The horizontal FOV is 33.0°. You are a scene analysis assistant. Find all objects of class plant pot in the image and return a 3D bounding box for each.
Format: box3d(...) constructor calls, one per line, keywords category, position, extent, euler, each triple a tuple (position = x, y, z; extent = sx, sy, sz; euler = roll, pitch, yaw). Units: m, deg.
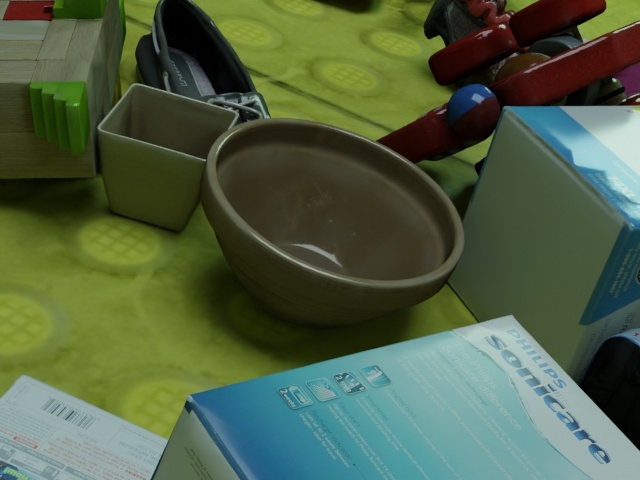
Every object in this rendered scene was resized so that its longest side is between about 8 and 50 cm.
box3d(category="plant pot", position=(-0.149, -0.074, 1.035), extent=(0.109, 0.096, 0.109), euler=(15, 33, 2))
box3d(category="plant pot", position=(0.000, 0.000, 0.964), extent=(0.237, 0.110, 0.237), euler=(14, 35, -10))

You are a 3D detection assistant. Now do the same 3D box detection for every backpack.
box3d(category="backpack", position=(0.265, 0.129, 0.882), extent=(0.084, 0.114, 0.105), euler=(-10, 40, -34))

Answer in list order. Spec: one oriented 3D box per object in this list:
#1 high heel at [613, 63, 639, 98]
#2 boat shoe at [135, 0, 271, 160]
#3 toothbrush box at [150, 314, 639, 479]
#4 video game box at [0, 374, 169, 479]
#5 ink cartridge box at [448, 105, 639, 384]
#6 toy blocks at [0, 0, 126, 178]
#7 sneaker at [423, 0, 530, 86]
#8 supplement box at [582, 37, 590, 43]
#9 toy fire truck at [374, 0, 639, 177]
box3d(category="high heel", position=(0.386, -0.142, 1.382), extent=(0.377, 0.127, 0.181), euler=(-38, 14, -33))
box3d(category="boat shoe", position=(-0.126, -0.162, 1.179), extent=(0.112, 0.095, 0.335), euler=(-4, 37, -28))
box3d(category="toothbrush box", position=(0.070, 0.181, 0.666), extent=(0.295, 0.126, 0.216), euler=(-10, 48, -42))
box3d(category="video game box", position=(-0.154, 0.189, 0.683), extent=(0.205, 0.048, 0.187), euler=(22, 31, 10))
box3d(category="ink cartridge box", position=(0.299, 0.004, 1.008), extent=(0.270, 0.198, 0.197), euler=(-4, 38, -27))
box3d(category="toy blocks", position=(-0.341, -0.172, 1.065), extent=(0.260, 0.191, 0.381), euler=(-1, 34, -4))
box3d(category="sneaker", position=(0.247, -0.236, 1.448), extent=(0.276, 0.135, 0.097), euler=(46, 25, 4))
box3d(category="supplement box", position=(0.384, -0.265, 1.599), extent=(0.098, 0.036, 0.062), euler=(-20, 46, -42))
box3d(category="toy fire truck", position=(0.182, -0.135, 1.114), extent=(0.254, 0.302, 0.169), euler=(-28, 95, -38))
